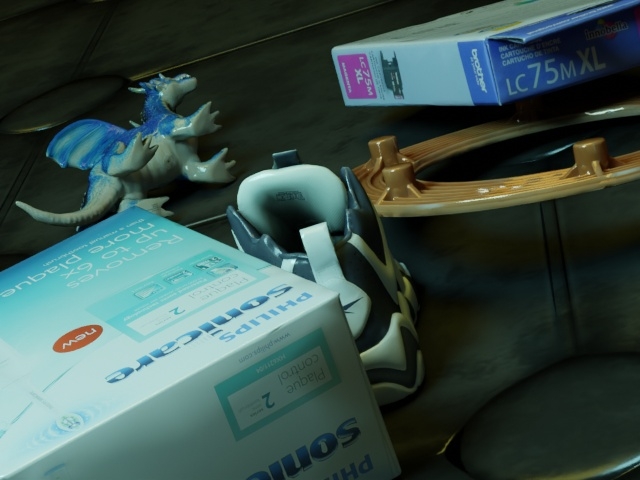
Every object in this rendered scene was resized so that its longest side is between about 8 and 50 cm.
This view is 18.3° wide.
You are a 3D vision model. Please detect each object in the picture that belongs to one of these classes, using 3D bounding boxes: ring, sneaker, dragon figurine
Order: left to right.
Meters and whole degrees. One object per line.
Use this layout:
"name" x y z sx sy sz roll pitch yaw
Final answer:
"dragon figurine" -0.174 -0.060 1.686 0.144 0.085 0.289 0 28 42
"sneaker" 0.000 0.000 1.280 0.094 0.153 0.235 -16 21 7
"ring" 0.169 -0.076 1.400 0.337 0.032 0.336 -13 11 2

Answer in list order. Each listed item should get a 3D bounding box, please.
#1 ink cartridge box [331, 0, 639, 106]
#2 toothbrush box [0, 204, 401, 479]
"ink cartridge box" 0.159 -0.153 1.568 0.186 0.065 0.311 -18 8 -24
"toothbrush box" -0.125 0.100 1.183 0.216 0.126 0.295 -28 23 -20
